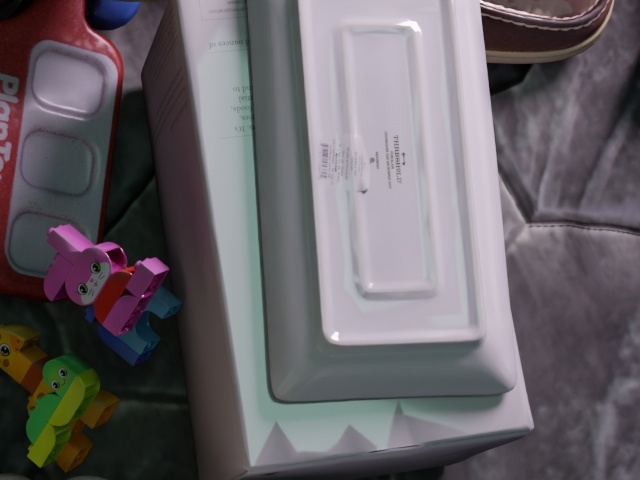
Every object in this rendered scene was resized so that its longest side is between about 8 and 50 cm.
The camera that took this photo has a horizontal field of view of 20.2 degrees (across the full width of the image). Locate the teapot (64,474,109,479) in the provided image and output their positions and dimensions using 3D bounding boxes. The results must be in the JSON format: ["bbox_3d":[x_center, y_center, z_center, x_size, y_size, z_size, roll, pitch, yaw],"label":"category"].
[{"bbox_3d":[-0.061,0.283,1.046,0.252,0.187,0.256,27,45,-23],"label":"teapot"}]

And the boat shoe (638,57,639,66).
[{"bbox_3d":[0.284,-0.209,1.275,0.073,0.080,0.223,21,78,-11],"label":"boat shoe"}]

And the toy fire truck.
[{"bbox_3d":[-0.239,-0.127,1.130,0.254,0.169,0.302,15,74,-32],"label":"toy fire truck"}]

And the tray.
[{"bbox_3d":[0.036,-0.045,1.030,0.145,0.030,0.270,-1,77,-13],"label":"tray"}]

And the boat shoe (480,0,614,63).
[{"bbox_3d":[0.049,-0.224,1.210,0.342,0.123,0.123,25,74,-4],"label":"boat shoe"}]

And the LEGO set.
[{"bbox_3d":[-0.170,0.073,1.105,0.093,0.087,0.227,38,111,13],"label":"LEGO set"}]

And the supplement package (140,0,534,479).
[{"bbox_3d":[0.000,0.000,1.120,0.177,0.175,0.293,-6,78,-15],"label":"supplement package"}]
